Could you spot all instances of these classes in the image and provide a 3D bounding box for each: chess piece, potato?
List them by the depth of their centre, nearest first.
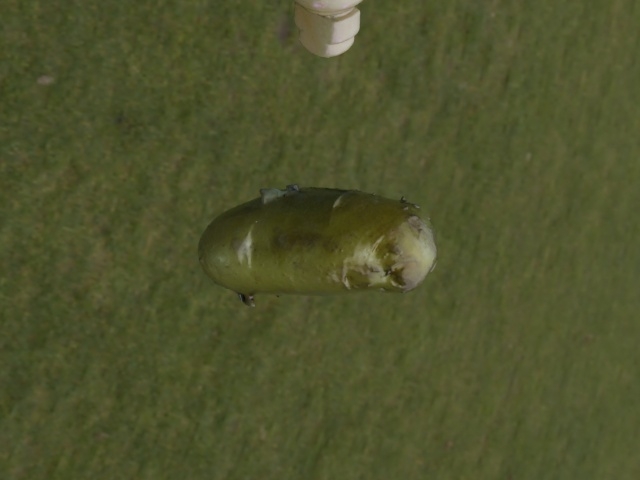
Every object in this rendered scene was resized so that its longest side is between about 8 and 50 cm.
[{"bbox_3d":[0.000,0.000,0.864,0.105,0.188,0.085,-52,136,-45],"label":"potato"},{"bbox_3d":[0.012,-0.376,1.284,0.117,0.117,0.397,-50,153,-38],"label":"chess piece"}]
